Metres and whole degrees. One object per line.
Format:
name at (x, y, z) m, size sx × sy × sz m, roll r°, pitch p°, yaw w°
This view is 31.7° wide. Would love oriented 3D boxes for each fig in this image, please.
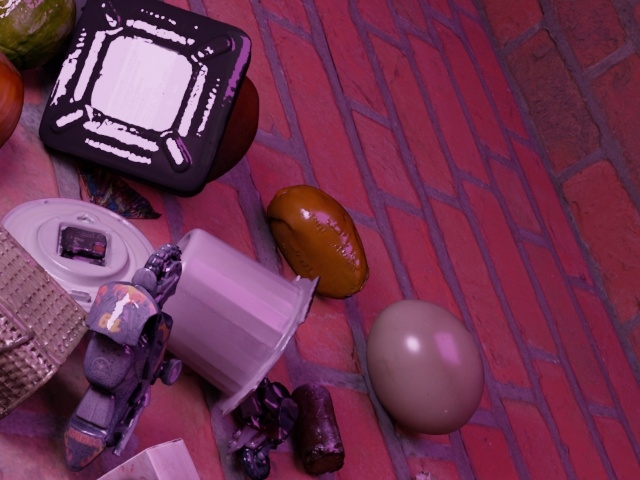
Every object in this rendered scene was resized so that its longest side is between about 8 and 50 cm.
fig at (-0.493, -0.313, 1.738) m, size 0.203 × 0.203 × 0.235 m, roll 31°, pitch 64°, yaw -38°

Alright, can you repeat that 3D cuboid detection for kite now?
kite at (-0.354, -0.102, 1.875) m, size 0.232 × 0.009 × 0.189 m, roll 43°, pitch 31°, yaw -23°

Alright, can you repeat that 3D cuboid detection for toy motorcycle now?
toy motorcycle at (-0.260, 0.151, 1.496) m, size 0.108 × 0.307 × 0.173 m, roll 22°, pitch 15°, yaw 15°
toy motorcycle at (-0.099, 0.281, 1.794) m, size 0.122 × 0.082 × 0.213 m, roll 48°, pitch 28°, yaw -16°

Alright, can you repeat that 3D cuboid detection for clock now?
clock at (-0.346, 0.023, 1.622) m, size 0.244 × 0.056 × 0.244 m, roll 18°, pitch 34°, yaw -13°

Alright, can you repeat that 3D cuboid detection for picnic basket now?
picnic basket at (-0.419, 0.106, 1.434) m, size 0.196 × 0.134 × 0.154 m, roll 50°, pitch 26°, yaw -13°

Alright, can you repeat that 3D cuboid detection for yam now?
yam at (-0.004, 0.319, 1.907) m, size 0.079 × 0.079 × 0.141 m, roll 28°, pitch 37°, yaw -41°

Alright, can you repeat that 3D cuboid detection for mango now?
mango at (0.000, 0.000, 2.166) m, size 0.248 × 0.151 × 0.156 m, roll 56°, pitch -6°, yaw 6°

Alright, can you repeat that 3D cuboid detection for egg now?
egg at (0.200, 0.241, 2.156) m, size 0.219 × 0.219 × 0.269 m, roll -21°, pitch 93°, yaw -61°

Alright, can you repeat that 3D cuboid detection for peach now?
peach at (-0.231, -0.217, 1.961) m, size 0.252 × 0.252 × 0.252 m, roll 38°, pitch 34°, yaw -31°

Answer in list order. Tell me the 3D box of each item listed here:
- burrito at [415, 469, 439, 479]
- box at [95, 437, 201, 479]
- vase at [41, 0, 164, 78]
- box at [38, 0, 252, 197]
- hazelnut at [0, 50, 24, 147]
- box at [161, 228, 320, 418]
burrito at (0.238, 0.504, 2.124) m, size 0.188 × 0.045 × 0.058 m, roll 48°, pitch 22°, yaw -11°
box at (-0.208, 0.378, 1.473) m, size 0.081 × 0.135 × 0.199 m, roll -2°, pitch 61°, yaw -57°
vase at (-0.404, -0.425, 1.992) m, size 0.251 × 0.156 × 0.300 m, roll -11°, pitch 58°, yaw -23°
box at (-0.278, -0.241, 1.805) m, size 0.289 × 0.290 × 0.073 m, roll 19°, pitch -10°, yaw 0°
hazelnut at (-0.517, -0.196, 1.558) m, size 0.214 × 0.176 × 0.214 m, roll 6°, pitch 80°, yaw -39°
box at (-0.163, 0.100, 1.767) m, size 0.206 × 0.262 × 0.291 m, roll 37°, pitch -1°, yaw -13°
